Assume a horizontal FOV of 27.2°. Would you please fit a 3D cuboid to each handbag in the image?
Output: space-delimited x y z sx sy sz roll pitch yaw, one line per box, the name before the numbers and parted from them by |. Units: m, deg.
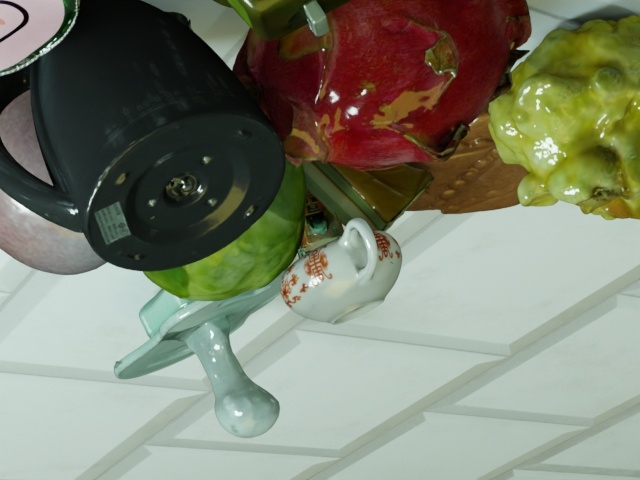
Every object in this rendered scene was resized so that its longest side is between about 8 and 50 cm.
handbag | -0.316 -0.251 1.256 0.205 0.116 0.179 -23 149 27

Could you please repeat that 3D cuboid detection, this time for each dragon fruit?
dragon fruit | 0.067 -0.189 1.378 0.315 0.250 0.250 3 151 -9

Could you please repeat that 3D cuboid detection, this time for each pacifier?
pacifier | -0.140 0.166 1.981 0.288 0.269 0.343 -20 169 -41

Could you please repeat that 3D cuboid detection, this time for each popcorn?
popcorn | 0.342 -0.144 1.584 0.286 0.252 0.215 1 -168 -12

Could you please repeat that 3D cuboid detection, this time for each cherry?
cherry | -0.313 -0.070 1.512 0.239 0.206 0.239 -5 163 -1

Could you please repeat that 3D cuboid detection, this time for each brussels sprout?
brussels sprout | -0.141 -0.033 1.641 0.210 0.219 0.271 -1 174 -36

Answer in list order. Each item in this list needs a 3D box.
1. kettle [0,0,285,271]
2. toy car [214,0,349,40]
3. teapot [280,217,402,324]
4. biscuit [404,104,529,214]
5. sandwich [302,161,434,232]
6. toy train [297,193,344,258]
kettle | -0.217 -0.127 1.328 0.268 0.290 0.207 -23 145 -16
toy car | -0.046 -0.267 1.157 0.204 0.198 0.248 -28 174 0
teapot | 0.031 0.039 1.651 0.159 0.116 0.245 -6 159 -22
biscuit | 0.191 -0.095 1.806 0.284 0.043 0.306 -28 148 32
sandwich | 0.050 -0.091 1.734 0.113 0.163 0.079 -43 175 -37
toy train | 0.000 0.000 1.870 0.072 0.099 0.188 -12 152 -2
